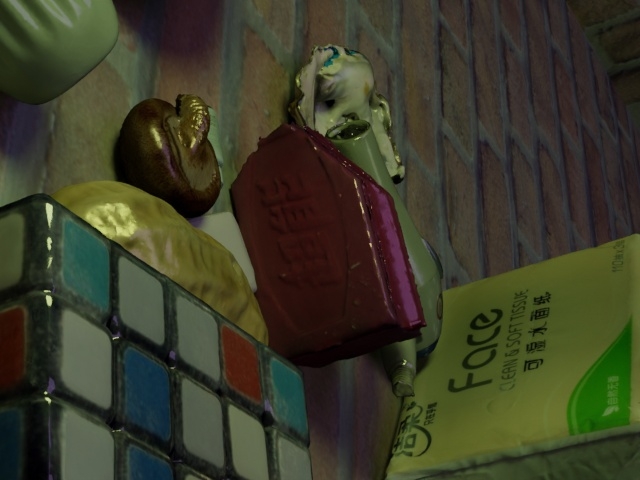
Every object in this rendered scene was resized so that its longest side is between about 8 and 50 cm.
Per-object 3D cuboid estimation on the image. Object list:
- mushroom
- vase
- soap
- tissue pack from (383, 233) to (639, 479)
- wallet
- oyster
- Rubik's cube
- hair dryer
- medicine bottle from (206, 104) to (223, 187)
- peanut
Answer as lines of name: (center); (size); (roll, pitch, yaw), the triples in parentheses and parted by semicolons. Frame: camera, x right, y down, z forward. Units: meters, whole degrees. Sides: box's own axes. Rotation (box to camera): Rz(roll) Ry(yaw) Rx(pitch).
mushroom: (-0.136, -0.077, 1.468); (0.127, 0.087, 0.127); (48, 29, -37)
vase: (-0.272, -0.230, 1.244); (0.248, 0.128, 0.128); (52, 28, -23)
soap: (0.000, 0.000, 1.636); (0.099, 0.162, 0.250); (13, 58, -57)
tissue pack: (0.278, 0.197, 1.880); (0.205, 0.332, 0.405); (63, 23, -22)
wallet: (-0.115, 0.023, 1.508); (0.190, 0.033, 0.095); (-14, 84, -68)
oyster: (0.020, -0.148, 1.899); (0.223, 0.083, 0.214); (33, 40, -50)
Rubik's cube: (-0.183, 0.187, 0.879); (0.292, 0.287, 0.293); (38, 39, -54)
hair dryer: (0.067, 0.011, 1.752); (0.298, 0.119, 0.295); (-58, 131, -83)
medicine bottle: (-0.122, -0.090, 1.565); (0.047, 0.047, 0.083); (31, 45, -57)
peanut: (-0.137, 0.052, 1.312); (0.305, 0.147, 0.147); (37, 39, -56)
